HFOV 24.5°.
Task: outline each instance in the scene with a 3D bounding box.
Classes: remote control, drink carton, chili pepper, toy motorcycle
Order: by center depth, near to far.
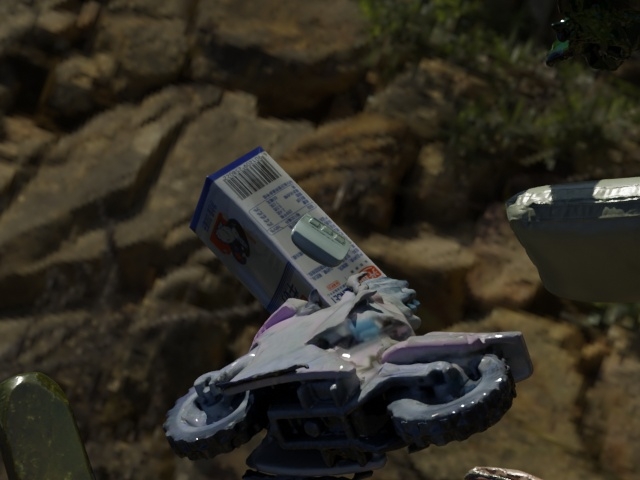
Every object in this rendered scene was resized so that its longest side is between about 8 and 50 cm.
[{"bbox_3d":[0.034,0.072,0.955,0.204,0.239,0.108,-45,-44,-51],"label":"toy motorcycle"},{"bbox_3d":[0.280,-0.260,1.227,0.385,0.167,0.213,-68,-23,-50],"label":"chili pepper"},{"bbox_3d":[0.000,0.000,1.531,0.029,0.061,0.162,-54,-1,5],"label":"remote control"},{"bbox_3d":[-0.027,0.033,1.975,0.106,0.315,0.130,-34,-19,-33],"label":"drink carton"}]

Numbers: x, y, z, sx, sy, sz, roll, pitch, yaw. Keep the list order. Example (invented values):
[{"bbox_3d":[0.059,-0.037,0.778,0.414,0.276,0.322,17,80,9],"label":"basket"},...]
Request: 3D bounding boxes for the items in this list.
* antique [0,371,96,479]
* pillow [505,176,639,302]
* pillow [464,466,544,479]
[{"bbox_3d":[-0.299,0.248,1.605,0.221,0.081,0.080,66,154,26],"label":"antique"},{"bbox_3d":[0.416,-0.002,1.877,0.255,0.322,0.120,49,-138,-55],"label":"pillow"},{"bbox_3d":[0.256,0.274,1.444,0.232,0.126,0.043,11,68,44],"label":"pillow"}]
